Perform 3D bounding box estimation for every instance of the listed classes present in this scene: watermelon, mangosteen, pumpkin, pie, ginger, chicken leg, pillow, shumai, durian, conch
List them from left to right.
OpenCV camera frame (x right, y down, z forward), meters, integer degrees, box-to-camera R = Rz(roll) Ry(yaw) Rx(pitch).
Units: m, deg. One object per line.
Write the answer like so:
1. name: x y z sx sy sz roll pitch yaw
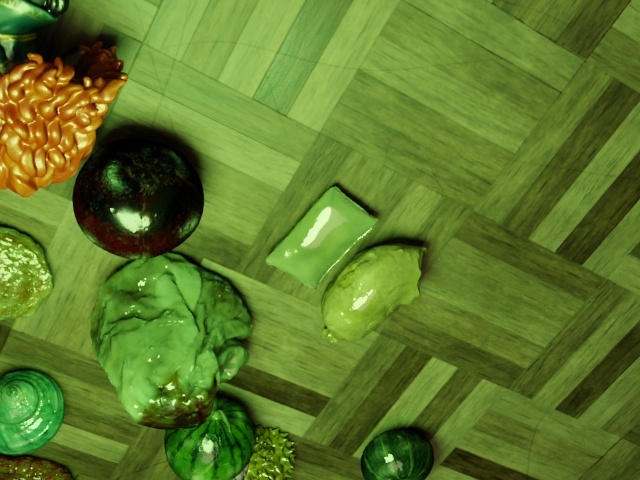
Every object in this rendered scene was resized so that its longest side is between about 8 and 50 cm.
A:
1. pie: -0.587 0.062 1.441 0.163 0.079 0.193 -22 120 -2
2. conch: -0.625 0.348 1.577 0.196 0.134 0.202 14 120 -13
3. chicken leg: -0.630 0.569 1.739 0.407 0.095 0.158 21 122 -18
4. mangosteen: -0.315 -0.064 1.309 0.216 0.216 0.216 -1 121 -2
5. shumai: -0.273 0.204 1.418 0.310 0.263 0.303 -11 116 -7
6. watermelon: -0.229 0.408 1.604 0.188 0.188 0.214 5 130 -6
7. durian: -0.149 0.539 1.741 0.187 0.153 0.260 0 133 -32
8. pillow: 0.000 0.000 1.448 0.119 0.053 0.208 33 111 -23
9. ginger: 0.093 0.097 1.465 0.267 0.138 0.152 -32 123 10
10. pumpkin: 0.170 0.486 1.711 0.167 0.125 0.167 1 145 0

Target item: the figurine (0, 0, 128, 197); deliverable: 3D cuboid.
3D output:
1. figurine: -0.474 -0.279 1.169 0.306 0.241 0.411 -23 109 4
